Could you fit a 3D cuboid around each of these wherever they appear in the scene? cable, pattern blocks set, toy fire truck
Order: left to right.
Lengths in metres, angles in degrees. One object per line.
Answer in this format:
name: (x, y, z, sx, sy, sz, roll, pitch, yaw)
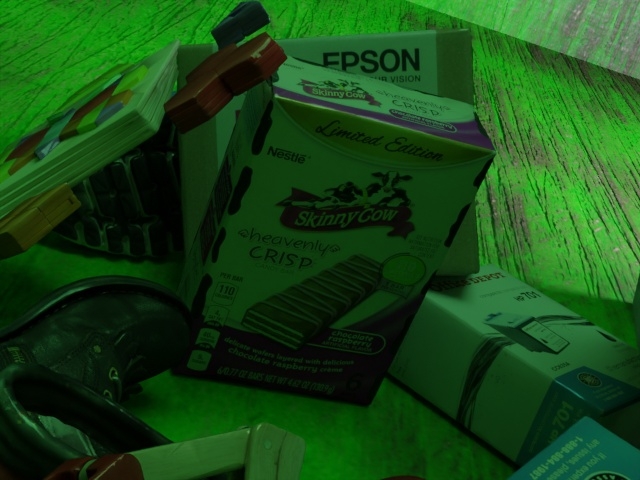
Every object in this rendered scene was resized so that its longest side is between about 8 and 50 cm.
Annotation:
pattern blocks set: (-0.173, -0.068, 0.794, 0.026, 0.325, 0.285, 54, 6, -21)
cable: (-0.063, 0.137, 0.542, 0.287, 0.072, 0.139, 16, 39, -40)
toy fire truck: (-0.023, 0.128, 0.482, 0.192, 0.135, 0.047, -24, 3, -42)

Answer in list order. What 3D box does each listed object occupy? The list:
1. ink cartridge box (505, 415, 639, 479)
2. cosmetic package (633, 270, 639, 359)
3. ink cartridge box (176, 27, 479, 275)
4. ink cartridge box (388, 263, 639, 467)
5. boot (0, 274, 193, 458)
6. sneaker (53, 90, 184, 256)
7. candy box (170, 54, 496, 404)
ink cartridge box: (0.133, 0.222, 0.435, 0.232, 0.168, 0.171, 33, 40, 31)
cosmetic package: (0.416, 0.041, 0.670, 0.393, 0.329, 0.327, 0, 43, 6)
ink cartridge box: (0.008, -0.066, 0.926, 0.234, 0.193, 0.088, -3, 4, 6)
ink cartridge box: (0.160, 0.102, 0.910, 0.190, 0.082, 0.139, 34, 26, 31)
boot: (-0.119, 0.129, 0.632, 0.229, 0.091, 0.263, 39, 32, 30)
sneaker: (-0.140, -0.069, 1.050, 0.147, 0.130, 0.330, 7, 16, 41)
candy box: (0.000, 0.000, 0.805, 0.159, 0.233, 0.071, 12, 32, -18)
